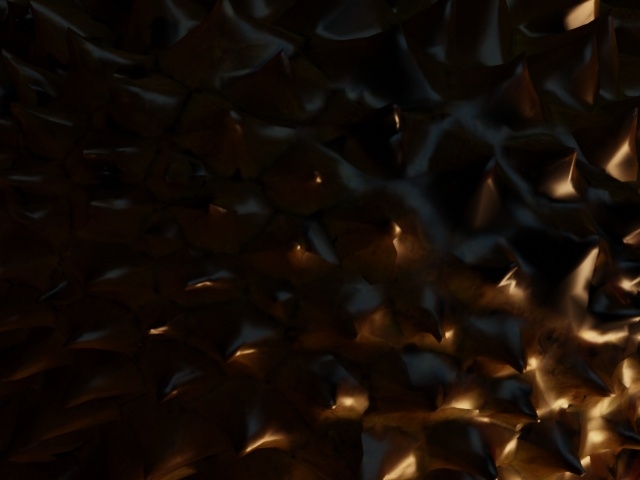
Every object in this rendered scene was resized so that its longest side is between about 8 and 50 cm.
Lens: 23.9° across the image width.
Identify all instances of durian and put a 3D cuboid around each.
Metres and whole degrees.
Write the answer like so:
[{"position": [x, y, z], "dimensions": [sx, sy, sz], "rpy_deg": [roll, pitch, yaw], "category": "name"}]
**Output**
[{"position": [-0.001, -0.005, 0.609], "dimensions": [0.384, 0.347, 0.347], "rpy_deg": [-2, 56, -17], "category": "durian"}]
